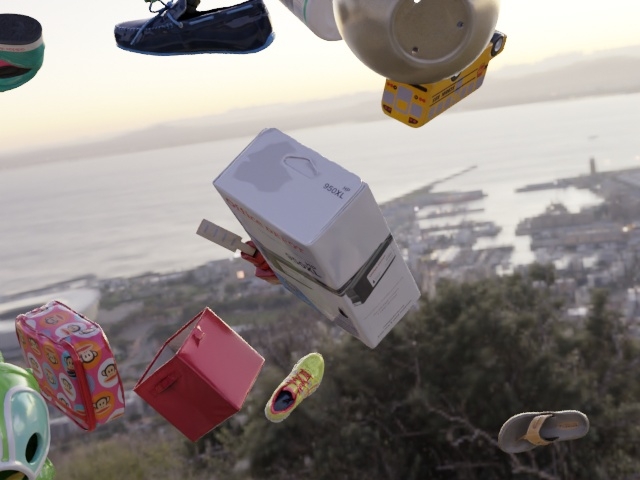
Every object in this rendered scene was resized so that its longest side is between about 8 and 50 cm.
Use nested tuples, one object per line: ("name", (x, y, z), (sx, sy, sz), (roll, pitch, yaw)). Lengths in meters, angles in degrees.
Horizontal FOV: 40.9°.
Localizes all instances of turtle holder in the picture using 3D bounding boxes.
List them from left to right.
("turtle holder", (-0.612, 0.370, 1.558), (0.243, 0.320, 0.227), (-14, 52, -29))

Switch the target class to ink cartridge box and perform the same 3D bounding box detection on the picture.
("ink cartridge box", (0.000, 0.000, 1.684), (0.285, 0.395, 0.166), (32, 73, 37))

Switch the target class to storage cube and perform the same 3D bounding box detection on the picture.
("storage cube", (-0.275, 0.308, 1.979), (0.183, 0.193, 0.215), (-39, 12, 32))

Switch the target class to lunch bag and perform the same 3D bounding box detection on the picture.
("lunch bag", (-0.547, 0.288, 1.888), (0.120, 0.258, 0.293), (-26, 30, -36))

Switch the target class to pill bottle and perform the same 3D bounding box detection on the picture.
("pill bottle", (-0.031, -0.673, 2.160), (0.204, 0.204, 0.361), (-14, 48, -31))

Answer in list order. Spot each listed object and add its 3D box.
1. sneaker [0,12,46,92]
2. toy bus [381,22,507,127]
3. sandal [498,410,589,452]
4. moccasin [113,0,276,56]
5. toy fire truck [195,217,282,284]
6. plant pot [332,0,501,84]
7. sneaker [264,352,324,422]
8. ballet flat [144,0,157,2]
("sneaker", (-0.718, -0.402, 1.808), (0.295, 0.124, 0.178), (9, -30, -1))
("toy bus", (0.264, -0.357, 1.786), (0.108, 0.130, 0.332), (29, 41, 24))
("sandal", (0.431, 0.366, 1.647), (0.180, 0.072, 0.049), (-10, -1, 2))
("moccasin", (-0.256, -0.445, 1.728), (0.342, 0.117, 0.138), (0, 32, 11))
("toy fire truck", (-0.151, -0.026, 2.071), (0.158, 0.217, 0.246), (-2, -22, 41))
("plant pot", (0.165, -0.370, 1.375), (0.284, 0.284, 0.191), (-8, 28, 2))
("sneaker", (-0.060, 0.372, 2.169), (0.081, 0.208, 0.094), (35, -13, 9))
("ballet flat", (-0.322, -0.540, 1.540), (0.087, 0.247, 0.083), (-26, -13, -2))
